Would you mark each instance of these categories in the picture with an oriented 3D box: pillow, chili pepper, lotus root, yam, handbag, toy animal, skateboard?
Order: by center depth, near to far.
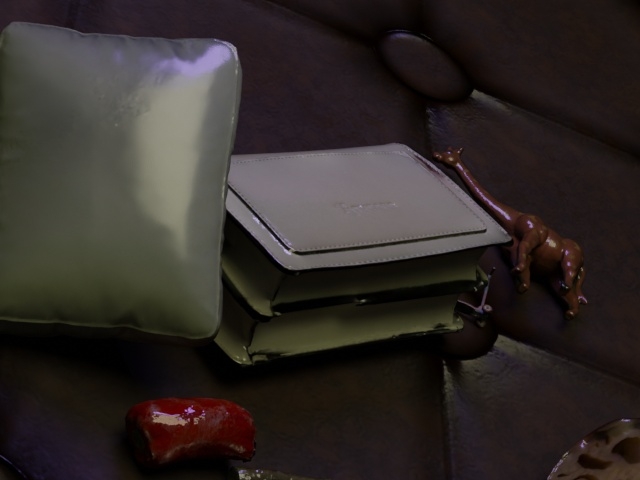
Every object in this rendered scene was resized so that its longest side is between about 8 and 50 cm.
[{"bbox_3d":[-0.127,0.184,1.640,0.123,0.070,0.073,1,55,-36],"label":"chili pepper"},{"bbox_3d":[-0.030,0.240,1.683,0.129,0.027,0.033,9,44,-31],"label":"yam"},{"bbox_3d":[-0.212,-0.057,1.691,0.255,0.120,0.322,4,71,-4],"label":"pillow"},{"bbox_3d":[0.344,0.308,1.807,0.188,0.199,0.180,-42,116,-19],"label":"lotus root"},{"bbox_3d":[0.000,0.000,1.875,0.358,0.160,0.237,-6,46,-42],"label":"handbag"},{"bbox_3d":[0.181,0.060,2.050,0.064,0.032,0.083,22,39,2],"label":"skateboard"},{"bbox_3d":[0.238,-0.015,2.143,0.224,0.066,0.229,26,32,-16],"label":"toy animal"}]
